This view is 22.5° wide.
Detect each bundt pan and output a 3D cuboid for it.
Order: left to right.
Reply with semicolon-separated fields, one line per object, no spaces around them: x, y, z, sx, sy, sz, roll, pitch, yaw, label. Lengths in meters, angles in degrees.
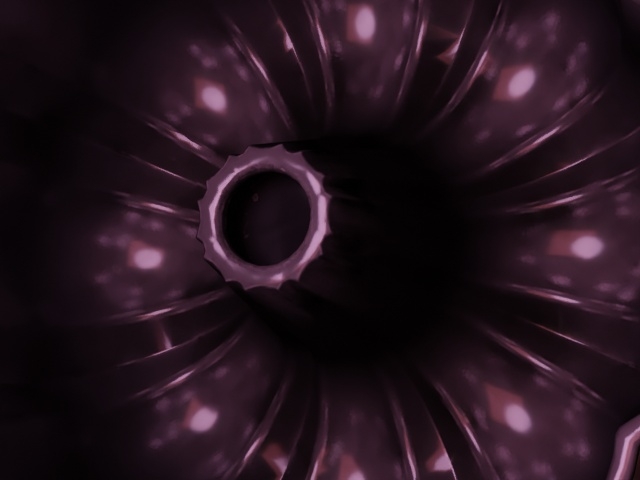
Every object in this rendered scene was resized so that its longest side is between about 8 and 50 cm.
0.000;0.000;0.634;0.331;0.124;0.331;-3;81;20;bundt pan
